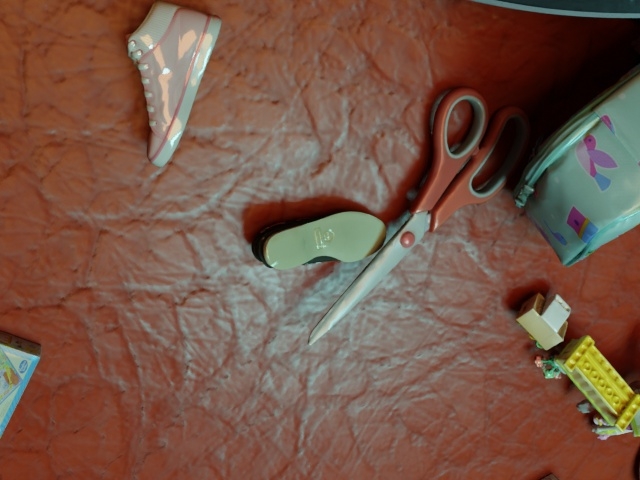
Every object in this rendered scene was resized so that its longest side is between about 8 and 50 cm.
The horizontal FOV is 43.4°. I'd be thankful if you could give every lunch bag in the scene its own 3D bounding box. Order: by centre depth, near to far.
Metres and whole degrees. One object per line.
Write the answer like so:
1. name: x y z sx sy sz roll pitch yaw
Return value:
1. lunch bag: 0.299 -0.095 0.715 0.279 0.224 0.108 -36 81 0

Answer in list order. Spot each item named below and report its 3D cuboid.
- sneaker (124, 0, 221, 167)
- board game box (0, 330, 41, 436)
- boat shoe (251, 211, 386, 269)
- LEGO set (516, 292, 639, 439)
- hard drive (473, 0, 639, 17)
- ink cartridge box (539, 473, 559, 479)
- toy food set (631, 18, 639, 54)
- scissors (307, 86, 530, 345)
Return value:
1. sneaker: -0.136 -0.133 0.664 0.070 0.051 0.134 19 99 -19
2. board game box: -0.330 0.146 0.716 0.103 0.026 0.154 25 100 -22
3. boat shoe: 0.000 -0.002 0.753 0.133 0.042 0.049 -10 102 -27
4. LEGO set: 0.319 0.159 0.887 0.287 0.107 0.132 17 69 -16
5. hard drive: 0.183 -0.256 0.621 0.254 0.054 0.172 12 131 13
6. ink cartridge box: 0.206 0.366 0.935 0.207 0.046 0.097 -27 112 -5
7. toy food set: 0.332 -0.220 0.783 0.078 0.019 0.122 -31 114 -4
8. scissors: 0.100 -0.010 0.767 0.109 0.021 0.297 30 90 -29
